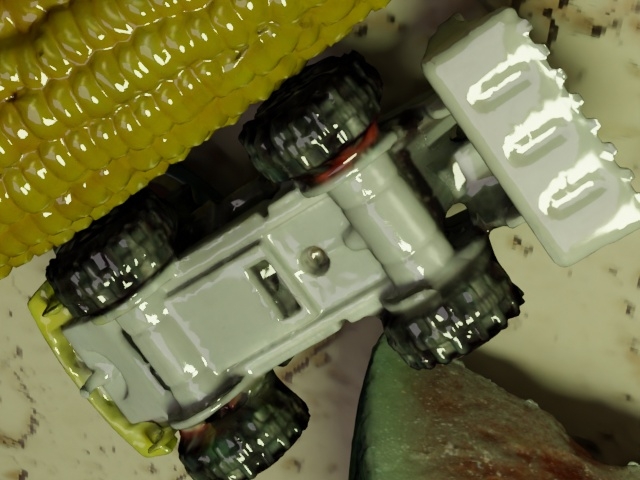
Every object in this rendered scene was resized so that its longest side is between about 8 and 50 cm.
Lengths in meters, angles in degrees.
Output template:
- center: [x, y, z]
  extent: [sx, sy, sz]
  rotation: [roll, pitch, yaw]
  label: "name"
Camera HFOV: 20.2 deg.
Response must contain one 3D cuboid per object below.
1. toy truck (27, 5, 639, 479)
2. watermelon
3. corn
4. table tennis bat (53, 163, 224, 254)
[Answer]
- center: [0.000, 0.000, 0.771]
  extent: [0.286, 0.111, 0.136]
  rotation: [-30, 104, 27]
  label: "toy truck"
- center: [0.113, 0.170, 0.814]
  extent: [0.201, 0.262, 0.213]
  rotation: [-13, 133, -5]
  label: "watermelon"
- center: [-0.108, -0.068, 0.725]
  extent: [0.363, 0.120, 0.120]
  rotation: [-34, 106, 16]
  label: "corn"
- center: [-0.066, 0.005, 0.878]
  extent: [0.155, 0.019, 0.100]
  rotation: [13, 126, 19]
  label: "table tennis bat"
